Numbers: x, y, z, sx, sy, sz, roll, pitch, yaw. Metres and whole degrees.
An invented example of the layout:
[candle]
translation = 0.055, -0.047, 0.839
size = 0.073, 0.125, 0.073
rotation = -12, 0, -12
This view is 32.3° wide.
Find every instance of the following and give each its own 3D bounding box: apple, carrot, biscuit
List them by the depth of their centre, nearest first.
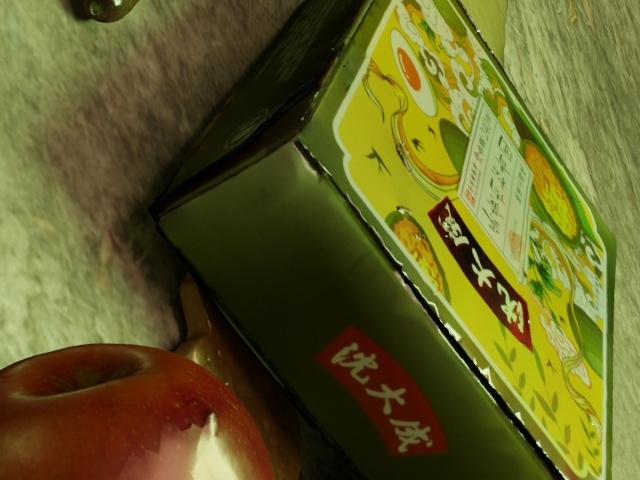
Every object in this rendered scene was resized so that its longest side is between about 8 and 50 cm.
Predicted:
[apple]
translation = -0.103, 0.120, 0.534
size = 0.163, 0.163, 0.139
rotation = -46, 124, -58
[biscuit]
translation = -0.053, 0.102, 0.766
size = 0.133, 0.027, 0.184
rotation = -19, 94, -62
[carrot]
translation = -0.126, -0.195, 0.781
size = 0.035, 0.036, 0.165
rotation = 61, 29, -23

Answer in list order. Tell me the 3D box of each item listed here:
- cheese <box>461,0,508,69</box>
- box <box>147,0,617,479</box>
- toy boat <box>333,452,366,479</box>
[cheese]
translation = 0.080, -0.324, 1.135
size = 0.384, 0.104, 0.384
rotation = 36, 46, -48
[box]
translation = 0.089, -0.007, 0.887
size = 0.373, 0.138, 0.420
rotation = 53, 30, -18
[toy boat]
translation = 0.051, 0.180, 0.882
size = 0.072, 0.064, 0.206
rotation = 53, 29, -1
